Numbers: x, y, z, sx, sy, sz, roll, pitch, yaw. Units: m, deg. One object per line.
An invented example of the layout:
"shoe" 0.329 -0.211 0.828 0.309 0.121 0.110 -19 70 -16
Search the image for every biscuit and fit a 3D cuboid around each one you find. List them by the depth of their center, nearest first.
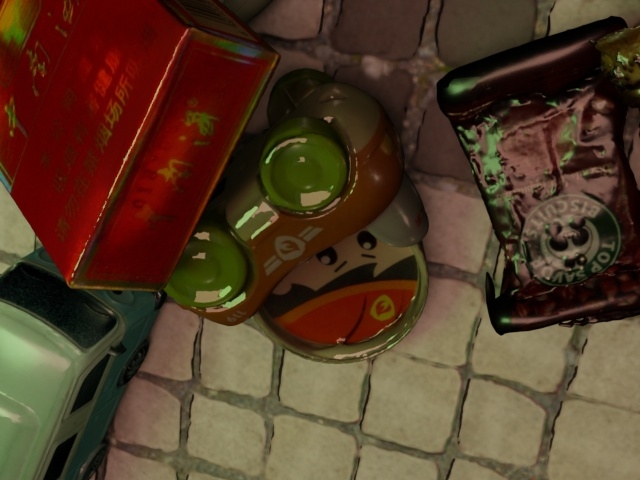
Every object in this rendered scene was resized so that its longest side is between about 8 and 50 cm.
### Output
"biscuit" 0.183 -0.041 0.720 0.151 0.063 0.236 -12 104 19

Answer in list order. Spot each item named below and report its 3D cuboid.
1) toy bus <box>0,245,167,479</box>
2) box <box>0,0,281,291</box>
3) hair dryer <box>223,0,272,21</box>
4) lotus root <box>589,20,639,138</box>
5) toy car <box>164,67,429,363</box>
"toy bus" -0.259 0.142 0.837 0.133 0.165 0.271 28 110 7
"box" -0.182 -0.134 0.699 0.313 0.089 0.197 46 117 37
"hair dryer" 0.029 -0.219 0.722 0.229 0.092 0.267 19 123 4
"lotus root" 0.320 -0.060 0.623 0.314 0.169 0.141 44 98 -8
"toy car" 0.000 0.000 0.759 0.235 0.145 0.235 0 119 0
